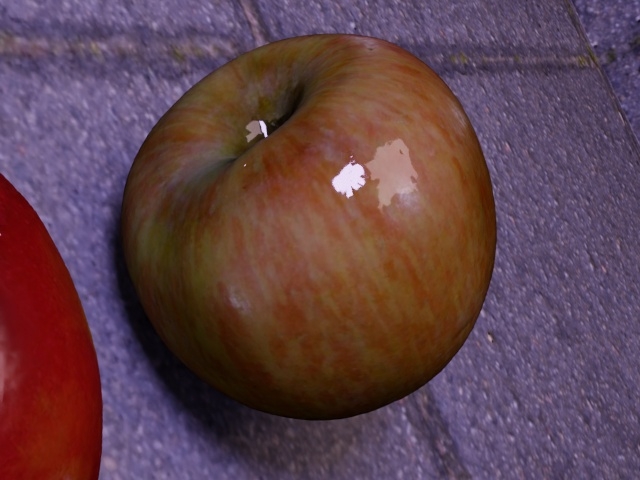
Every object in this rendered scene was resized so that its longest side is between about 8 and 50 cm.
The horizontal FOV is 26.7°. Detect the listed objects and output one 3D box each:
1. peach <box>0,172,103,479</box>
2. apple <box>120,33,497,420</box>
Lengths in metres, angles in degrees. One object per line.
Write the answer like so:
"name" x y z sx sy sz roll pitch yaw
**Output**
"peach" -0.198 0.054 0.626 0.196 0.190 0.226 -9 79 -46
"apple" 0.000 0.000 0.924 0.264 0.264 0.264 38 37 -37
